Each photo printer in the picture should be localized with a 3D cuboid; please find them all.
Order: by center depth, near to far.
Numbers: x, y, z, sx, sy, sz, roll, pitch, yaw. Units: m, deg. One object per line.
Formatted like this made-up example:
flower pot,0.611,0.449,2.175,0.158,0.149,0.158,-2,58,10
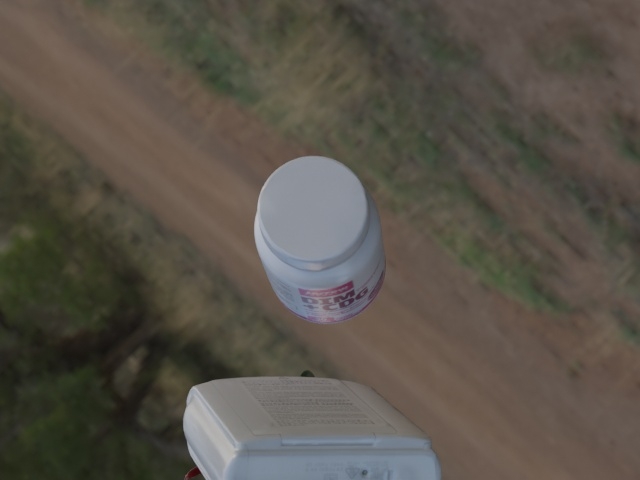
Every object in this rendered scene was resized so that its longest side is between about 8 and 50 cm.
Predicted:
photo printer,-0.024,0.240,1.912,0.256,0.107,0.307,1,-171,-17

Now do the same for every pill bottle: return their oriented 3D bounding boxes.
pill bottle,0.000,0.000,2.044,0.160,0.160,0.283,43,171,14

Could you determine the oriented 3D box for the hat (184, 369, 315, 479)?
hat,-0.109,0.302,2.655,0.183,0.173,0.208,0,-178,13
